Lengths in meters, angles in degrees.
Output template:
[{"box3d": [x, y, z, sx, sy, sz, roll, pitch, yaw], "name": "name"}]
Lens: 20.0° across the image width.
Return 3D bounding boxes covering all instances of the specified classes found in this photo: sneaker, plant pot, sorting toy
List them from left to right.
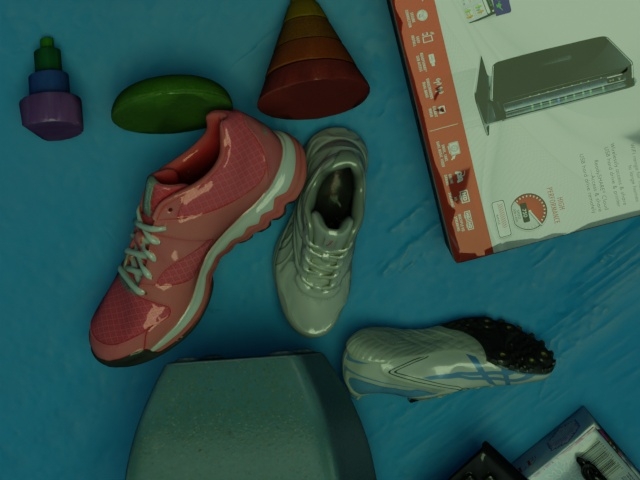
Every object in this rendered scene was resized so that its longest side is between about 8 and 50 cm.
[{"box3d": [-0.159, -0.012, 1.906, 0.314, 0.116, 0.136, -51, 134, 2], "name": "sneaker"}, {"box3d": [-0.136, -0.189, 1.906, 0.365, 0.127, 0.126, -6, 76, 1], "name": "sorting toy"}, {"box3d": [-0.072, 0.244, 1.922, 0.248, 0.247, 0.252, -5, 87, 11], "name": "plant pot"}, {"box3d": [0.000, 0.000, 1.938, 0.090, 0.115, 0.232, 6, 104, -5], "name": "sneaker"}, {"box3d": [0.140, 0.138, 2.009, 0.237, 0.085, 0.086, 0, 130, -6], "name": "sneaker"}]

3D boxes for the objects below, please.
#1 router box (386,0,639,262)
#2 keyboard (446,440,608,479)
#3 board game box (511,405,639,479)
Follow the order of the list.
[{"box3d": [0.243, -0.178, 1.925, 0.301, 0.082, 0.335, -15, 105, 0], "name": "router box"}, {"box3d": [0.278, 0.343, 2.022, 0.317, 0.033, 0.201, 43, 98, -12], "name": "keyboard"}, {"box3d": [0.281, 0.408, 2.089, 0.318, 0.066, 0.318, -39, 103, 6], "name": "board game box"}]
